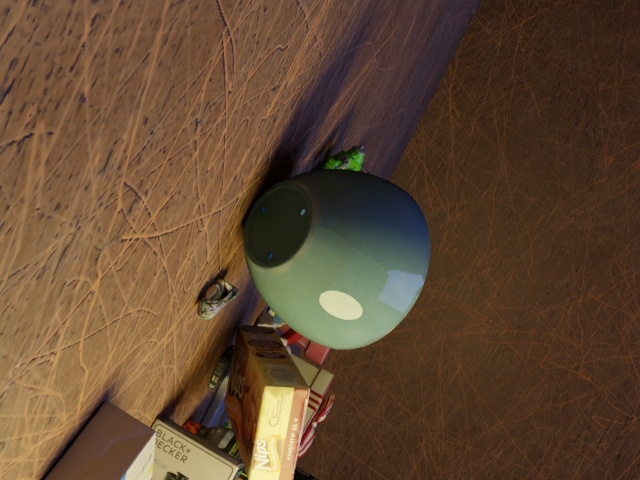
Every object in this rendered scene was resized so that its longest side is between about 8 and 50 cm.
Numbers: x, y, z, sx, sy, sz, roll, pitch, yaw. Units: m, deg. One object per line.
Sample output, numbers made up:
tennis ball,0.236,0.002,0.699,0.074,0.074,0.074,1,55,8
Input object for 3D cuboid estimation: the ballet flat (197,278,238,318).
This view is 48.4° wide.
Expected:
ballet flat,-0.155,0.081,1.090,0.041,0.041,0.114,-65,174,22

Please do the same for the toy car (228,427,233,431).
toy car,-0.264,0.580,1.881,0.136,0.159,0.182,36,50,-42

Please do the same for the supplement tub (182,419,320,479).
supplement tub,-0.166,0.525,1.475,0.207,0.338,0.207,-60,174,-11

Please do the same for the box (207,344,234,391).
box,-0.208,0.272,1.522,0.083,0.018,0.067,-65,173,24

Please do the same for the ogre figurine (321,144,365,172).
ogre figurine,0.035,-0.131,1.468,0.118,0.097,0.197,-39,147,-26

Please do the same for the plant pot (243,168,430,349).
plant pot,-0.005,0.006,1.102,0.195,0.290,0.290,27,91,-47

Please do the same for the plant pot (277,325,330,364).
plant pot,-0.029,0.207,1.930,0.201,0.180,0.201,-61,173,-13

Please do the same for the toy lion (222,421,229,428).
toy lion,-0.293,0.569,2.051,0.100,0.034,0.096,-60,-179,-12

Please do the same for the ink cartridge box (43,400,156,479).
ink cartridge box,-0.280,0.321,0.907,0.134,0.078,0.231,-56,171,-39

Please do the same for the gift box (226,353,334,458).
gift box,-0.112,0.500,2.149,0.255,0.258,0.276,-56,170,-39

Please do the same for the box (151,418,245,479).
box,-0.271,0.464,1.188,0.290,0.169,0.087,-59,171,-12

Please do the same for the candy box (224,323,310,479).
candy box,-0.111,0.299,1.362,0.316,0.087,0.183,-138,-122,-71

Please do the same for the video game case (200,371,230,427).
video game case,-0.237,0.401,1.802,0.204,0.025,0.285,-63,173,6

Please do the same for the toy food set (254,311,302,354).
toy food set,-0.109,0.211,1.668,0.104,0.111,0.232,-26,146,-59

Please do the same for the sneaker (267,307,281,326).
sneaker,-0.070,0.157,1.788,0.081,0.094,0.208,-57,173,-47

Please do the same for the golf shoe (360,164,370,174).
golf shoe,0.095,-0.086,1.787,0.273,0.105,0.120,-95,165,-47
